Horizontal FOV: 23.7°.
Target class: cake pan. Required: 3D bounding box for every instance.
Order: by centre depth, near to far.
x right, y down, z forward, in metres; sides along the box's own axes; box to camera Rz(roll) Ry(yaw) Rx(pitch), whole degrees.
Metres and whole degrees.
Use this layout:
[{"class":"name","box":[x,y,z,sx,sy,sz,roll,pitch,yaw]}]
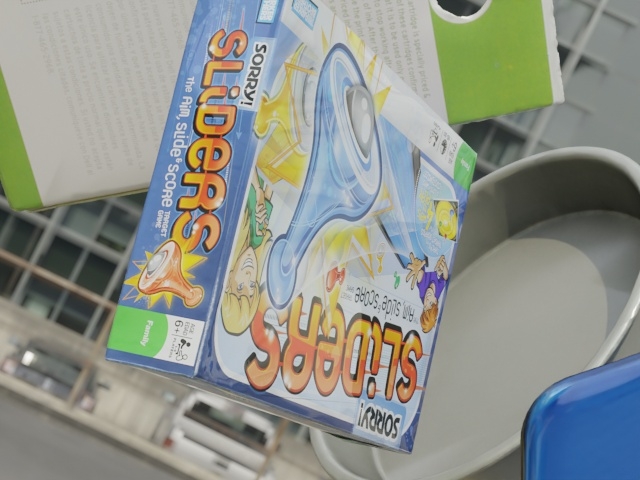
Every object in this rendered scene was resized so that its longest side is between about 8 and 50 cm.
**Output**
[{"class":"cake pan","box":[0.118,0.062,1.036,0.054,0.293,0.293,44,-8,-25]}]

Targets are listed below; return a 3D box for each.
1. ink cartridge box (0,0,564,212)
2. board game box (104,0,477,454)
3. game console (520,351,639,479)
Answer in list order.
[{"class":"ink cartridge box","box":[-0.034,-0.133,0.681,0.255,0.188,0.097,-10,27,4]},{"class":"board game box","box":[0.000,0.000,0.571,0.035,0.136,0.201,9,-10,25]},{"class":"game console","box":[0.197,0.145,0.890,0.173,0.293,0.250,0,27,5]}]
